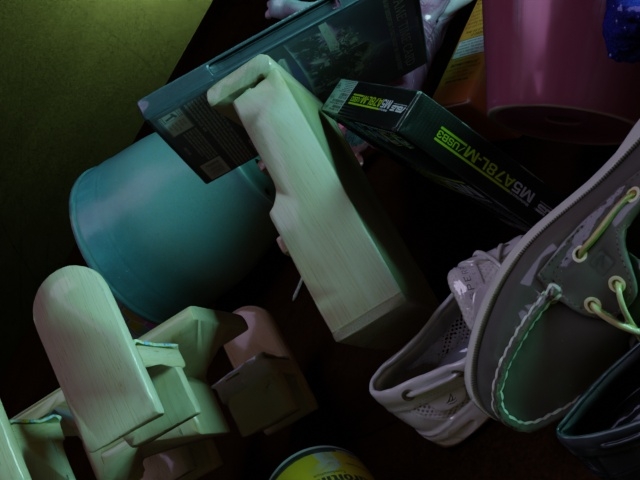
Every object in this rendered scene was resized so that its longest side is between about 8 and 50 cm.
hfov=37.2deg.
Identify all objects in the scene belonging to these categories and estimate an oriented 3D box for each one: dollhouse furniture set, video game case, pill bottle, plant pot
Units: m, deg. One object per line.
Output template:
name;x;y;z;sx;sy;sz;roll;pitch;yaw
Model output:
dollhouse furniture set;-0.126;0.055;0.906;0.394;0.362;0.256;-32;72;13
video game case;-0.024;-0.157;0.931;0.274;0.026;0.196;-29;-17;2
pill bottle;0.021;0.249;0.762;0.103;0.103;0.184;-59;22;5
plant pot;-0.168;-0.052;1.357;0.255;0.271;0.272;-32;33;24
plant pot;0.213;-0.179;0.768;0.201;0.201;0.180;0;79;65

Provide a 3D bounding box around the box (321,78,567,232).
box;0.109;-0.076;0.852;0.045;0.184;0.190;-56;23;0

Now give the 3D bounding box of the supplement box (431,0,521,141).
supplement box;0.201;-0.220;0.966;0.080;0.078;0.233;1;65;65

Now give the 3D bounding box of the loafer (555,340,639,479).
loafer;0.232;0.064;0.557;0.223;0.078;0.076;-51;25;24

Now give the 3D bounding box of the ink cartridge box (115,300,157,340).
ink cartridge box;-0.293;0.146;1.422;0.062;0.209;0.109;-57;23;10

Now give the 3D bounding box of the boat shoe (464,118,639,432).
boat shoe;0.209;0.012;0.630;0.305;0.109;0.091;-53;18;10

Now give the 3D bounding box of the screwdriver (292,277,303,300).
screwdriver;0.000;0.000;1.224;0.025;0.024;0.170;14;81;38

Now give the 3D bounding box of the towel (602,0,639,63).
towel;0.314;-0.224;0.610;0.227;0.076;0.308;7;60;21

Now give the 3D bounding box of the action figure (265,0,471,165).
action figure;0.099;-0.223;1.118;0.275;0.248;0.370;-1;58;34

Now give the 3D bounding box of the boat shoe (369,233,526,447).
boat shoe;0.142;0.052;0.744;0.277;0.096;0.098;-52;23;22
